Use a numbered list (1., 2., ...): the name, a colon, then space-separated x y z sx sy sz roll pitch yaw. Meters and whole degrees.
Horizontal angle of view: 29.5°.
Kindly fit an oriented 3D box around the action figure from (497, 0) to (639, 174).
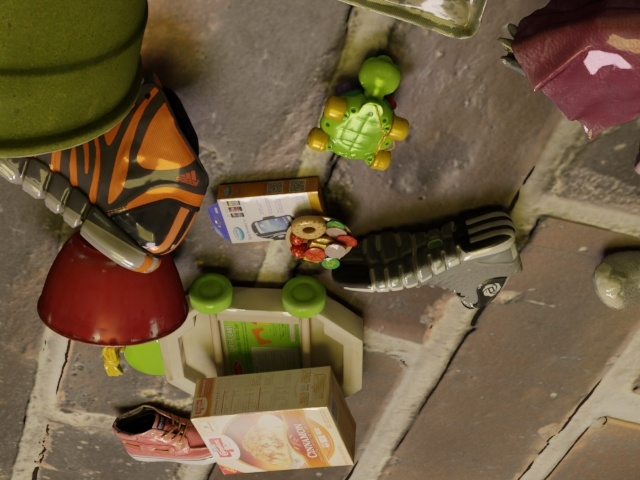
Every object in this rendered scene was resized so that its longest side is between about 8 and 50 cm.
1. action figure: 0.345 -0.187 1.032 0.370 0.248 0.276 -16 119 47

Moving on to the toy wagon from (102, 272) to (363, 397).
1. toy wagon: -0.116 0.143 1.613 0.344 0.068 0.267 3 138 3

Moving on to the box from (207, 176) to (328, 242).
1. box: -0.062 -0.034 1.439 0.136 0.028 0.081 -2 139 11

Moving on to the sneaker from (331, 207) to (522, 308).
1. sneaker: 0.137 0.048 1.471 0.228 0.086 0.132 -13 138 18

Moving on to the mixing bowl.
1. mixing bowl: -0.246 0.038 1.451 0.181 0.181 0.098 6 116 -1

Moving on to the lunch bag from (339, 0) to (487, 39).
1. lunch bag: 0.017 -0.317 0.959 0.287 0.235 0.169 15 140 -11

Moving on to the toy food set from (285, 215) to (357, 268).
1. toy food set: 0.000 0.000 1.436 0.082 0.020 0.083 13 138 -11

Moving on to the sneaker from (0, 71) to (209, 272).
1. sneaker: -0.254 -0.126 1.298 0.321 0.124 0.180 37 98 -2

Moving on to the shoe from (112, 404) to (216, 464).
1. shoe: -0.214 0.283 1.778 0.178 0.063 0.081 -4 143 16

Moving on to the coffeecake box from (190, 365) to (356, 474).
1. coffeecake box: -0.060 0.241 1.612 0.185 0.068 0.142 -7 138 14

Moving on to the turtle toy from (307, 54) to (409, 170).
1. turtle toy: 0.046 -0.137 1.285 0.095 0.066 0.130 17 136 -13

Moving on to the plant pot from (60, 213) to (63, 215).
1. plant pot: -0.250 -0.048 1.412 0.083 0.083 0.079 -23 145 27

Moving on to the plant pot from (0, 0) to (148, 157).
1. plant pot: -0.274 -0.315 0.944 0.366 0.366 0.353 16 125 -12

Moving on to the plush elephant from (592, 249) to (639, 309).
1. plush elephant: 0.522 0.124 1.389 0.330 0.255 0.272 -26 130 30
